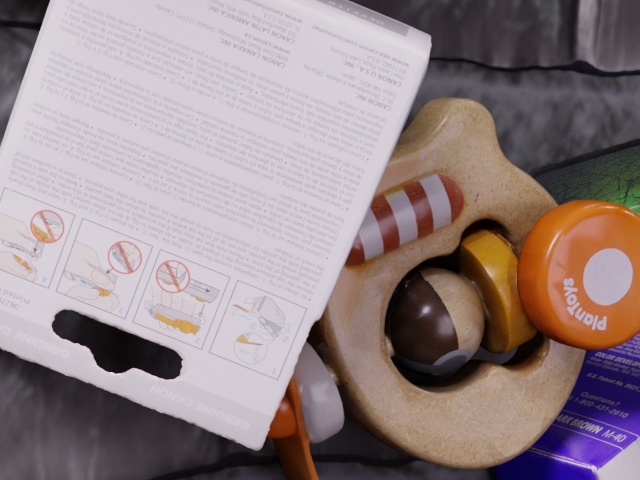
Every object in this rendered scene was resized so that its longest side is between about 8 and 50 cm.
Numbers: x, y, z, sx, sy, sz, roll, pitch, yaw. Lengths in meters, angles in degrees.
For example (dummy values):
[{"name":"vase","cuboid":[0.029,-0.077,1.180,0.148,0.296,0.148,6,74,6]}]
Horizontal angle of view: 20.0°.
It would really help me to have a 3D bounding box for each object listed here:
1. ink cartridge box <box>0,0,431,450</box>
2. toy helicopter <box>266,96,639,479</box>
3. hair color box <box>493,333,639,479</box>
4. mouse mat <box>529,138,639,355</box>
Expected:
[{"name":"ink cartridge box","cuboid":[-0.068,-0.030,0.904,0.181,0.056,0.225,22,110,-1]},{"name":"toy helicopter","cuboid":[0.000,0.000,0.995,0.355,0.140,0.235,41,80,-21]},{"name":"hair color box","cuboid":[0.279,0.125,1.199,0.339,0.110,0.185,-34,117,-30]},{"name":"mouse mat","cuboid":[0.210,0.009,1.201,0.189,0.007,0.152,-17,105,-35]}]
